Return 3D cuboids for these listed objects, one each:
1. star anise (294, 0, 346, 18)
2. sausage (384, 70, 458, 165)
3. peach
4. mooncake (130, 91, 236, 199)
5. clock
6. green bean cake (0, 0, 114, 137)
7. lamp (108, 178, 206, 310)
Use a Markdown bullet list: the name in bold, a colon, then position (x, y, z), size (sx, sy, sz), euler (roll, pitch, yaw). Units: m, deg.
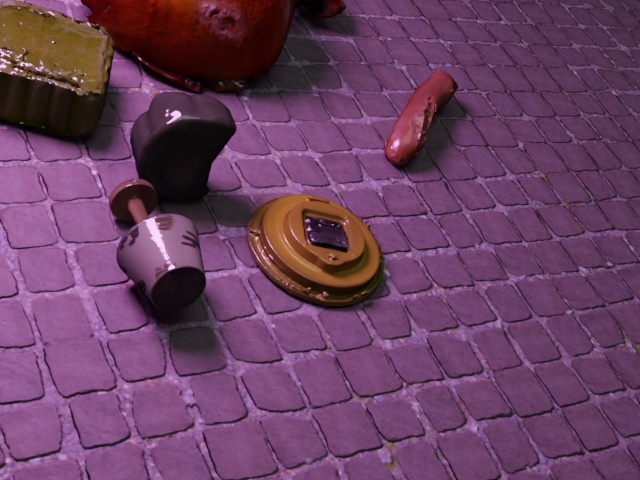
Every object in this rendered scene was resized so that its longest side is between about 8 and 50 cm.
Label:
- **star anise**: position (-0.036, -0.544, 2.119), size (0.190, 0.126, 0.220), euler (20, 42, -27)
- **sausage**: position (0.191, -0.241, 1.966), size (0.078, 0.078, 0.304), euler (30, 40, 3)
- **peach**: position (-0.226, -0.462, 1.833), size (0.416, 0.353, 0.339), euler (53, 32, -39)
- **mooncake**: position (-0.208, -0.147, 1.577), size (0.168, 0.175, 0.104), euler (46, 16, -42)
- **clock**: position (0.000, 0.000, 1.626), size (0.237, 0.057, 0.237), euler (16, 41, -15)
- **green bean cake**: position (-0.437, -0.275, 1.626), size (0.214, 0.113, 0.200), euler (14, 43, -15)
- **lamp**: position (-0.235, -0.001, 1.454), size (0.121, 0.121, 0.214), euler (-1, 39, -29)
